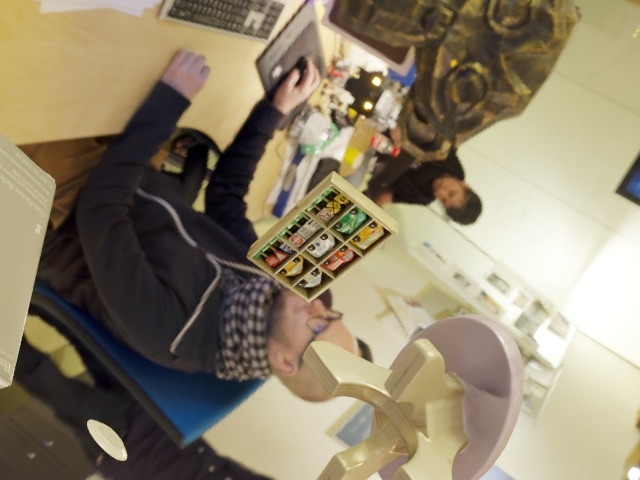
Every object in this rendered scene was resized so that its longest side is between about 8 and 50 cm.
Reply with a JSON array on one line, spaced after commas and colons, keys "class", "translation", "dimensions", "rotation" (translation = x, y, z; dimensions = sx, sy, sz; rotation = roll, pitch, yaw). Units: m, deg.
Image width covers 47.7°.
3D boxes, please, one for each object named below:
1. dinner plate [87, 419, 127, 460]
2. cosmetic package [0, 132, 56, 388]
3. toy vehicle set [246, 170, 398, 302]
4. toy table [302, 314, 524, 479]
[{"class": "dinner plate", "translation": [-0.552, 0.517, 1.892], "dimensions": [0.017, 0.141, 0.141], "rotation": [-44, 162, -6]}, {"class": "cosmetic package", "translation": [-0.342, 0.015, 0.674], "dimensions": [0.127, 0.107, 0.238], "rotation": [54, 24, -52]}, {"class": "toy vehicle set", "translation": [0.000, 0.000, 1.397], "dimensions": [0.267, 0.166, 0.035], "rotation": [-40, -158, 35]}, {"class": "toy table", "translation": [0.103, 0.212, 0.850], "dimensions": [0.160, 0.252, 0.275], "rotation": [0, 118, -43]}]
